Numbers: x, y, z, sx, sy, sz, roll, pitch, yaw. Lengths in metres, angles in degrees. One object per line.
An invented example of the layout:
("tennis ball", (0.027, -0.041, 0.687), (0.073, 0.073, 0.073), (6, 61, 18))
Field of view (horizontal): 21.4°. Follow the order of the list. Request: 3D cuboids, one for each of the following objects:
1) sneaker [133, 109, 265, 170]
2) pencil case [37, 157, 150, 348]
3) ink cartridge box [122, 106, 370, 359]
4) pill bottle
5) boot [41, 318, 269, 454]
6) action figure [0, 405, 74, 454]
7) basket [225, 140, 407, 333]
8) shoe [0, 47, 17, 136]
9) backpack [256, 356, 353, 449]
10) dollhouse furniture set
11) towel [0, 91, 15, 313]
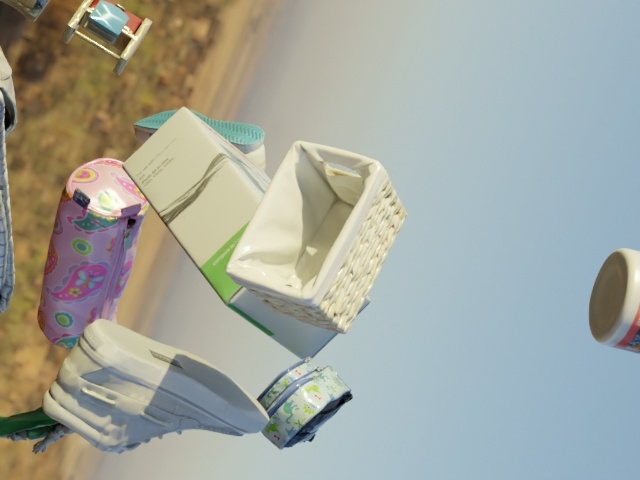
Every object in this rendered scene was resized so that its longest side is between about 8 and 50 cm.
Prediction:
("sneaker", (-0.177, -0.127, 2.404), (0.087, 0.228, 0.092), (-30, 127, -43))
("pencil case", (-0.314, 0.023, 2.333), (0.124, 0.124, 0.284), (-71, -178, -51))
("ink cartridge box", (-0.097, -0.010, 2.143), (0.121, 0.289, 0.211), (-44, 143, 5))
("pill bottle", (0.398, 0.081, 1.827), (0.108, 0.193, 0.108), (-166, -90, -78))
("boot", (-0.186, 0.186, 1.877), (0.123, 0.258, 0.095), (-52, -146, 12))
("action figure", (-0.404, 0.274, 2.502), (0.137, 0.232, 0.063), (-36, 115, -70))
("basket", (0.000, 0.000, 1.725), (0.167, 0.113, 0.103), (-62, 146, -17))
("shoe", (-0.382, -0.145, 1.901), (0.076, 0.058, 0.219), (-25, 163, -22))
("backpack", (-0.030, 0.203, 2.085), (0.105, 0.084, 0.114), (-48, 171, 20))
("dollhouse furniture set", (-0.275, -0.322, 2.027), (0.129, 0.183, 0.129), (-62, -172, -33))
("towel", (-0.372, -0.089, 1.583), (0.284, 0.121, 0.235), (98, -28, -46))
